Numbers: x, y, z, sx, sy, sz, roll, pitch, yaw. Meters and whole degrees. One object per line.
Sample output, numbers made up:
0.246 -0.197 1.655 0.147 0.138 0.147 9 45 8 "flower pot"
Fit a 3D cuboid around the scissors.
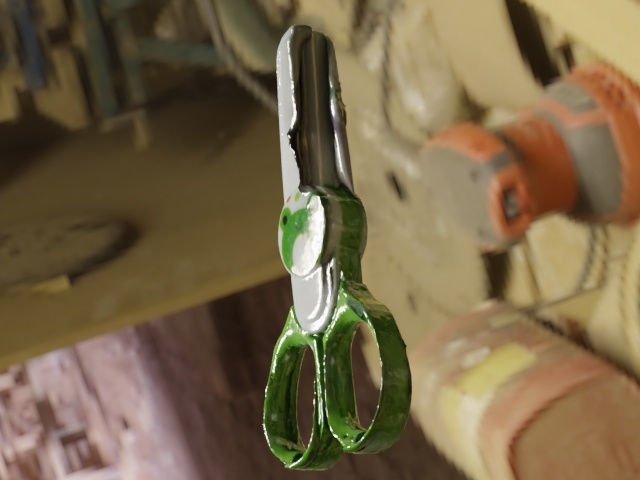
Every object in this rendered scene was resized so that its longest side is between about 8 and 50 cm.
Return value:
0.000 0.000 0.864 0.101 0.027 0.204 -27 63 52 "scissors"
